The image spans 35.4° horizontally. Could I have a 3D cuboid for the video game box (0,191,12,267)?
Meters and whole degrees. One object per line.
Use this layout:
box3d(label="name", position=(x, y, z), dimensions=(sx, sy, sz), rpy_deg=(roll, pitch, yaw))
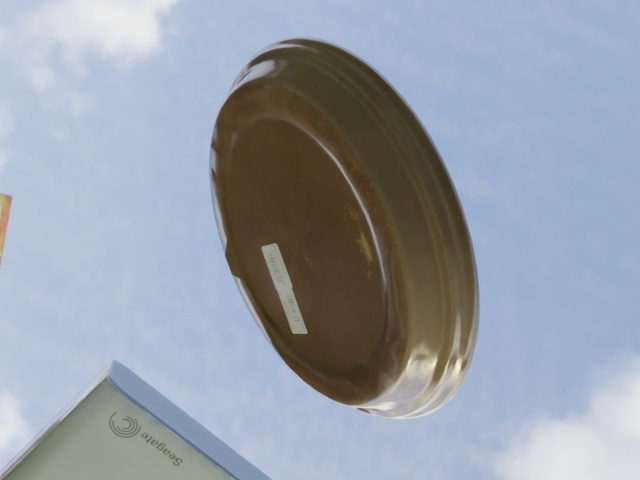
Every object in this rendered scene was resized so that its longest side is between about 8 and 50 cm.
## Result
box3d(label="video game box", position=(-0.308, 0.049, 0.715), dimensions=(0.048, 0.187, 0.205), rpy_deg=(7, -95, 19))

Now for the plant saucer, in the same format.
box3d(label="plant saucer", position=(0.000, 0.000, 0.693), dimensions=(0.278, 0.041, 0.278), rpy_deg=(36, -42, 42))

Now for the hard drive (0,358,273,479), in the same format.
box3d(label="hard drive", position=(-0.225, 0.303, 0.958), dimensions=(0.233, 0.047, 0.353), rpy_deg=(42, -75, -17))
